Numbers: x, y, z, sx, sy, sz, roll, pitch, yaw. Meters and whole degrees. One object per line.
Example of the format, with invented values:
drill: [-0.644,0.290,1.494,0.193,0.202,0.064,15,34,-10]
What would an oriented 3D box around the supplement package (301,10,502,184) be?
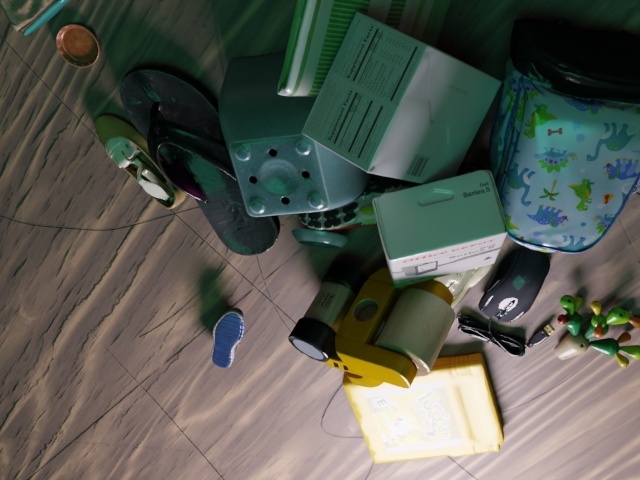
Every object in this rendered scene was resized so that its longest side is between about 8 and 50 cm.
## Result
supplement package: [0.134,-0.212,1.287,0.145,0.262,0.204,35,107,32]

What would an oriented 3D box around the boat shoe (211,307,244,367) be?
boat shoe: [-0.206,0.205,1.826,0.066,0.066,0.183,22,131,-2]

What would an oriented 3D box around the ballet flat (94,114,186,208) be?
ballet flat: [-0.357,-0.153,1.606,0.232,0.073,0.080,42,120,-17]

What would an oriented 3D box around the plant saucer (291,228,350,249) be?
plant saucer: [0.000,0.000,1.625,0.119,0.119,0.021,8,81,1]

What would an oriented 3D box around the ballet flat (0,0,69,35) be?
ballet flat: [-0.441,-0.466,1.392,0.316,0.107,0.106,-25,109,24]

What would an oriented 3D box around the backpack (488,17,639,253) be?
backpack: [0.413,-0.152,1.372,0.290,0.273,0.355,11,138,-5]

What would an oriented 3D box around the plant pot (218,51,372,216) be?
plant pot: [-0.047,-0.172,1.424,0.248,0.252,0.247,-5,122,14]

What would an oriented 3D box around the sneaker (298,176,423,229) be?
sneaker: [0.088,-0.057,1.572,0.279,0.107,0.118,-2,160,26]

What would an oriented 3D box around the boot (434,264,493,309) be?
boot: [0.228,0.054,1.634,0.165,0.077,0.213,32,123,-10]

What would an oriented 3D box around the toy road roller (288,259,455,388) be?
toy road roller: [0.123,0.197,1.647,0.329,0.202,0.240,10,149,38]

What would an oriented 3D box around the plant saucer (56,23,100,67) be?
plant saucer: [-0.451,-0.364,1.515,0.083,0.013,0.083,5,124,7]

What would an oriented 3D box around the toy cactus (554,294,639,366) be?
toy cactus: [0.558,0.200,1.664,0.219,0.112,0.180,26,135,-17]

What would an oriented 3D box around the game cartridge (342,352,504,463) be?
game cartridge: [0.243,0.396,1.880,0.324,0.052,0.285,-10,122,19]

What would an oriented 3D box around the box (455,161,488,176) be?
box: [0.276,-0.106,1.547,0.067,0.018,0.083,16,126,-1]

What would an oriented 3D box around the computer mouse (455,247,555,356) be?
computer mouse: [0.413,0.144,1.667,0.184,0.060,0.262,27,125,-7]

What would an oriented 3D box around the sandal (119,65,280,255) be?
sandal: [-0.224,-0.141,1.566,0.167,0.107,0.446,-24,115,24]

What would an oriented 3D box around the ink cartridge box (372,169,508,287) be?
ink cartridge box: [0.205,-0.012,1.415,0.198,0.273,0.114,-14,76,4]

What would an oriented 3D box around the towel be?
towel: [0.083,-0.347,1.272,0.038,0.325,0.248,42,134,31]
